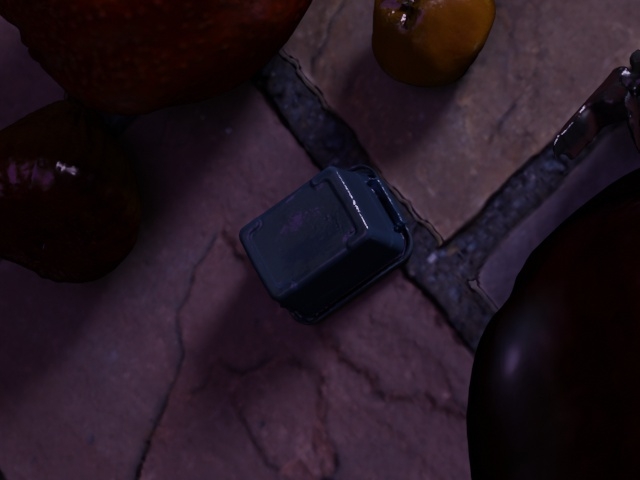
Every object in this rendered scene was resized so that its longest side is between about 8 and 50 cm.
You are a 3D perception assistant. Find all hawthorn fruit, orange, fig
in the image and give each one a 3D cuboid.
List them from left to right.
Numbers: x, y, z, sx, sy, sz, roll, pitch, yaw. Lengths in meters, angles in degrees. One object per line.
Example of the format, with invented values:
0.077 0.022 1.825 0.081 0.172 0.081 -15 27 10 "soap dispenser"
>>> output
-0.186 -0.045 1.283 0.119 0.119 0.153 -44 49 13 "fig"
-0.086 -0.197 1.214 0.253 0.205 0.205 -28 70 12 "hawthorn fruit"
0.068 -0.137 1.198 0.086 0.062 0.086 -3 83 25 "orange"

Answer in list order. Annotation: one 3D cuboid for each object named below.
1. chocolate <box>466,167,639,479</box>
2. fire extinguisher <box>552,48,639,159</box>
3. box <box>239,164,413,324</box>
0.231 0.126 0.941 0.383 0.383 0.331 -27 55 20 "chocolate"
0.242 -0.121 1.084 0.252 0.106 0.075 -25 91 20 "fire extinguisher"
0.000 0.000 1.211 0.099 0.054 0.074 -36 70 16 "box"
